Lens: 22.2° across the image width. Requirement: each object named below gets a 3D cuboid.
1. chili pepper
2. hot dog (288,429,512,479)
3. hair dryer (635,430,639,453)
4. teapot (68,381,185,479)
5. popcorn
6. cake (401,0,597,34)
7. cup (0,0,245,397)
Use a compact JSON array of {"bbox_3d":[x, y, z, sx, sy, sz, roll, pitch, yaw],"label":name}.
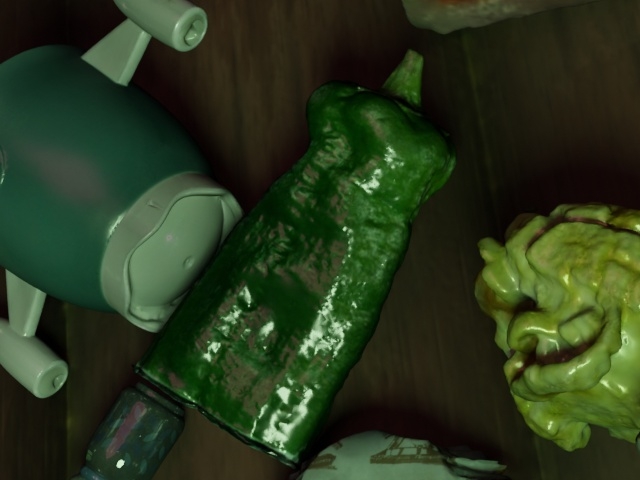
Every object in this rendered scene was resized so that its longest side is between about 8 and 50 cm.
[{"bbox_3d":[0.000,0.000,1.039,0.136,0.099,0.270,27,84,48],"label":"chili pepper"},{"bbox_3d":[0.031,0.226,0.903,0.162,0.082,0.270,-4,53,18],"label":"hot dog"},{"bbox_3d":[0.348,0.081,0.783,0.357,0.107,0.173,-29,72,-1],"label":"hair dryer"},{"bbox_3d":[-0.132,0.133,1.073,0.063,0.049,0.083,28,80,39],"label":"teapot"},{"bbox_3d":[0.159,0.045,0.898,0.135,0.141,0.162,-27,13,8],"label":"popcorn"},{"bbox_3d":[0.166,-0.295,1.025,0.308,0.237,0.230,-10,62,24],"label":"cake"},{"bbox_3d":[-0.146,-0.027,1.110,0.173,0.167,0.300,33,110,30],"label":"cup"}]
